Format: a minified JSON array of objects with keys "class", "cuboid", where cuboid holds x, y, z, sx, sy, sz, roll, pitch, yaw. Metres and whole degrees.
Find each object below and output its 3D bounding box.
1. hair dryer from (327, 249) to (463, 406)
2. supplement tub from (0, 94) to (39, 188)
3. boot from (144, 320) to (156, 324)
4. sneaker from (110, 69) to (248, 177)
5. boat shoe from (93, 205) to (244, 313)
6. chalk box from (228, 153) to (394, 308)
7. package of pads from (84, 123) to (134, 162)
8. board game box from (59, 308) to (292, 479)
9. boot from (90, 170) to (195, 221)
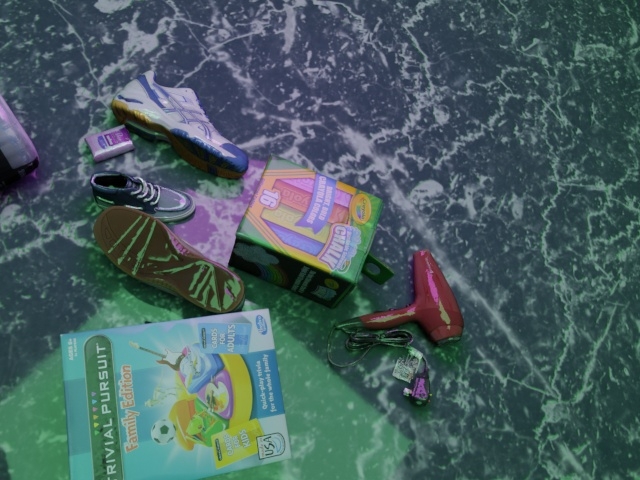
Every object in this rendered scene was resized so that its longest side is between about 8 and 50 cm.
[{"class":"hair dryer","cuboid":[0.165,0.144,1.120,0.223,0.080,0.293,29,66,0]},{"class":"supplement tub","cuboid":[-0.675,-0.131,0.972,0.338,0.207,0.207,-36,80,-23]},{"class":"boot","cuboid":[-0.312,0.189,1.017,0.121,0.045,0.099,22,69,-11]},{"class":"sneaker","cuboid":[-0.258,-0.238,1.156,0.296,0.112,0.131,30,66,-1]},{"class":"boat shoe","cuboid":[-0.270,0.043,1.056,0.302,0.098,0.109,28,76,5]},{"class":"chalk box","cuboid":[0.000,0.000,1.086,0.289,0.180,0.179,22,67,-5]},{"class":"package of pads","cuboid":[-0.412,-0.189,1.146,0.083,0.032,0.050,-24,79,-20]},{"class":"board game box","cuboid":[-0.233,0.260,0.956,0.336,0.079,0.254,-5,75,-22]},{"class":"boot","cuboid":[-0.330,-0.083,1.094,0.190,0.086,0.069,3,69,-11]}]
